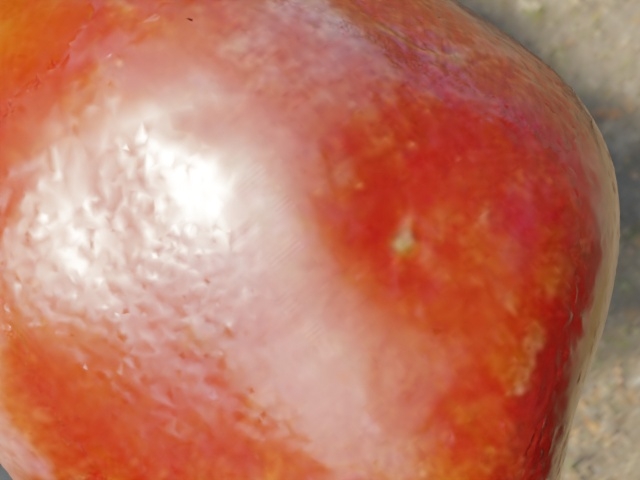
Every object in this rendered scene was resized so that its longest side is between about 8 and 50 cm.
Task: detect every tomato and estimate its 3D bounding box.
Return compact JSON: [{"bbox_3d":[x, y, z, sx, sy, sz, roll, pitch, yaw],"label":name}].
[{"bbox_3d":[-0.007,0.004,0.397,0.174,0.082,0.166,24,74,-17],"label":"tomato"}]
